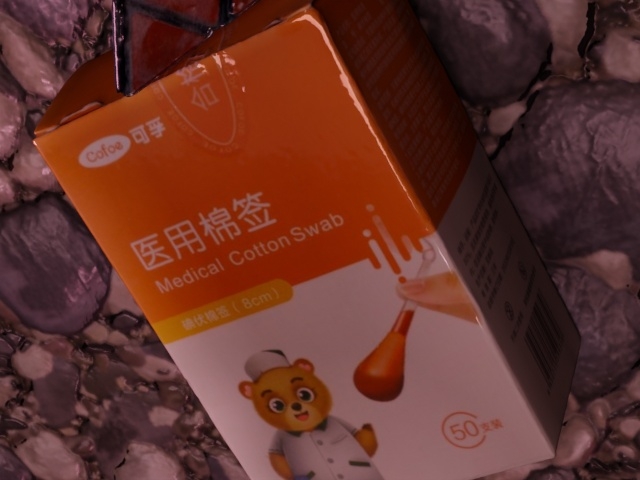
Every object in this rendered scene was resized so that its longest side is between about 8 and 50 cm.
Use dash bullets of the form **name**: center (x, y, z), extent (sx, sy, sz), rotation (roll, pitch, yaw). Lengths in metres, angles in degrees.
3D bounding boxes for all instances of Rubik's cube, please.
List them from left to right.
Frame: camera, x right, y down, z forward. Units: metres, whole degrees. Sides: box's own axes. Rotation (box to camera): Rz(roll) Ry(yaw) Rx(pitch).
- **Rubik's cube**: center (-0.110, -0.203, 0.834), extent (0.211, 0.178, 0.190), rotation (20, 108, -40)

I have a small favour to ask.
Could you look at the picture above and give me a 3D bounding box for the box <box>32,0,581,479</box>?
- **box**: center (0.000, 0.000, 0.928), extent (0.224, 0.143, 0.341), rotation (-21, 110, 26)
